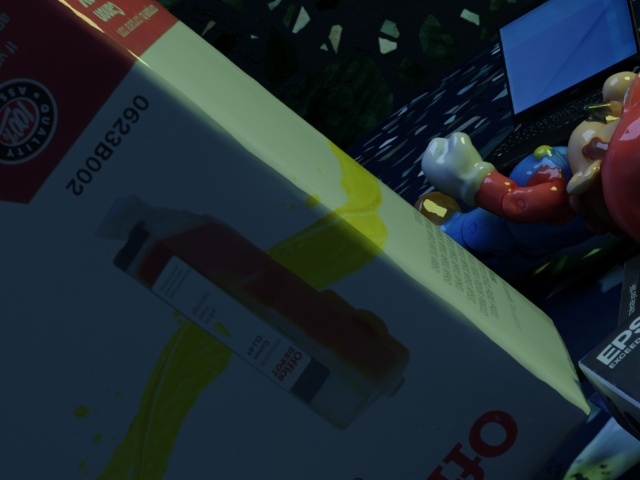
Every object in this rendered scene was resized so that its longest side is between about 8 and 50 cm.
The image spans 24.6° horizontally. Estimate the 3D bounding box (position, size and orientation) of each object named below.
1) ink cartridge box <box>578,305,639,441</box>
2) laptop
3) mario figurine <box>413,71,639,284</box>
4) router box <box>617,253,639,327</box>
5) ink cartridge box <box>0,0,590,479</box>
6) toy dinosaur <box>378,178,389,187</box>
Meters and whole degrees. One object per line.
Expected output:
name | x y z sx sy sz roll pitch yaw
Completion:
ink cartridge box | 0.232 0.050 0.687 0.165 0.065 0.333 -42 15 -4
laptop | 0.270 -0.205 1.832 0.234 0.136 0.264 -27 13 50
mario figurine | 0.213 -0.066 1.208 0.198 0.170 0.320 -40 7 -35
router box | 0.255 0.029 0.924 0.133 0.046 0.179 -32 10 23
ink cartridge box | -0.087 0.057 0.809 0.279 0.385 0.160 -51 8 12
toy dinosaur | 0.000 0.000 1.708 0.313 0.121 0.160 -12 -2 33
